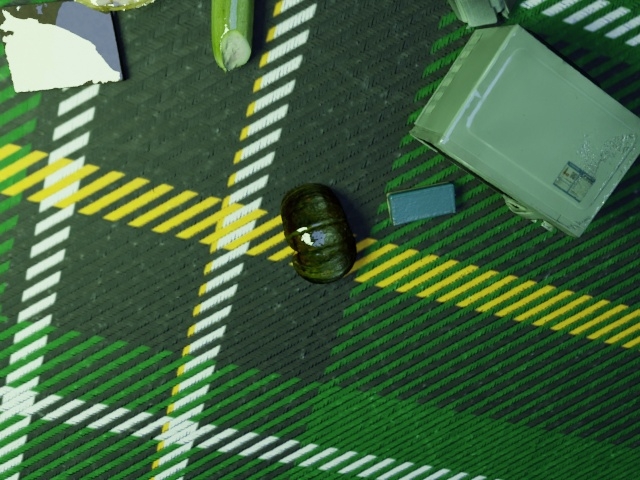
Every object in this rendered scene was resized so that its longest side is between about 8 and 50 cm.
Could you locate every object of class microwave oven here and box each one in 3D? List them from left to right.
[{"bbox_3d":[0.335,-0.179,1.032,0.295,0.181,0.237,30,99,-15],"label":"microwave oven"}]

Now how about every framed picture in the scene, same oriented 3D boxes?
[{"bbox_3d":[-0.402,-0.304,0.979,0.168,0.023,0.128,-8,107,-5],"label":"framed picture"}]

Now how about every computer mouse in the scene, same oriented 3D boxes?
[{"bbox_3d":[0.241,-0.446,0.997,0.126,0.071,0.231,-35,108,4],"label":"computer mouse"}]

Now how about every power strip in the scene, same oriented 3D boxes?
[{"bbox_3d":[0.182,-0.068,1.122,0.123,0.032,0.056,-12,108,-4],"label":"power strip"}]

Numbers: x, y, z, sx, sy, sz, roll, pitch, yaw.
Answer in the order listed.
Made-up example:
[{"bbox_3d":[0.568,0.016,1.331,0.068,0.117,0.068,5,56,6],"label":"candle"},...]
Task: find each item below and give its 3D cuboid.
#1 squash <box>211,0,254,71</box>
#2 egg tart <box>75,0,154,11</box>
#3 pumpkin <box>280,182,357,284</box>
[{"bbox_3d":[-0.133,-0.381,0.968,0.069,0.069,0.239,4,105,-9],"label":"squash"},{"bbox_3d":[-0.316,-0.475,0.886,0.290,0.115,0.290,-2,102,-7],"label":"egg tart"},{"bbox_3d":[0.000,0.000,1.083,0.119,0.107,0.183,-22,110,-6],"label":"pumpkin"}]
